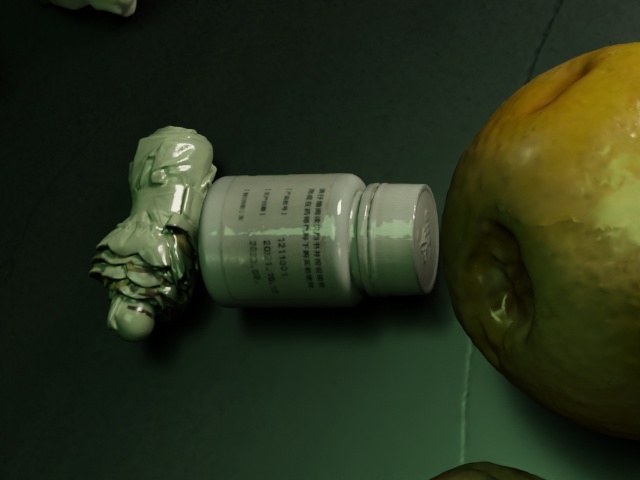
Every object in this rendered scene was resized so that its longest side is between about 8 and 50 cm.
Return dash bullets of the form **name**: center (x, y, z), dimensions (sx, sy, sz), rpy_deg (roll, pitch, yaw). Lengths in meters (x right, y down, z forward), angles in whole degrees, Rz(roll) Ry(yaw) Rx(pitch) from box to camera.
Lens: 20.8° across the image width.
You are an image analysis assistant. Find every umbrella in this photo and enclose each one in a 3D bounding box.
- **umbrella**: center (-0.100, -0.004, 1.074), dimensions (0.067, 0.062, 0.143), rpy_deg (19, 65, -10)

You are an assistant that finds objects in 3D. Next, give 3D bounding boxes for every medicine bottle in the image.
- **medicine bottle**: center (0.000, 0.000, 1.029), dimensions (0.130, 0.080, 0.080), rpy_deg (-1, 68, 16)

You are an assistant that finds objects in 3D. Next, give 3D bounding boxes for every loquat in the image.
- **loquat**: center (0.172, -0.001, 0.914), dimensions (0.213, 0.213, 0.213), rpy_deg (-6, 67, 15)

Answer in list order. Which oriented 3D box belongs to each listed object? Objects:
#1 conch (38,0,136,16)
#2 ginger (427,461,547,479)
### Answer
- **conch**: center (-0.139, -0.296, 1.153), dimensions (0.182, 0.149, 0.275), rpy_deg (3, 72, 13)
- **ginger**: center (-0.005, 0.250, 0.905), dimensions (0.190, 0.126, 0.354), rpy_deg (39, 82, 21)
